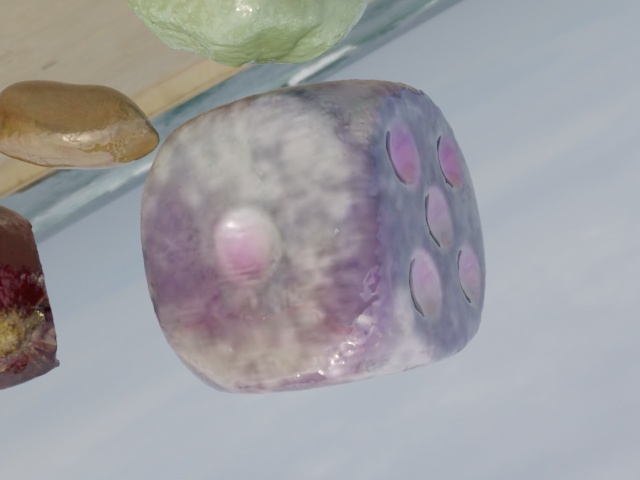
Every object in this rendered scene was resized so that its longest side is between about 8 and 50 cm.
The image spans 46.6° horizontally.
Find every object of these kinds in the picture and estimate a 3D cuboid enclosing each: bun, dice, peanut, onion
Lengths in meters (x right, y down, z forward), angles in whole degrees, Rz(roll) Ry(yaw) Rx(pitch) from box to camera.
[{"bbox_3d":[-0.054,-0.201,0.576,0.195,0.118,0.195,3,-141,-2],"label":"bun"},{"bbox_3d":[0.000,0.000,0.765,0.270,0.270,0.271,-11,176,31],"label":"dice"},{"bbox_3d":[-0.213,-0.098,0.641,0.152,0.076,0.076,5,-164,4],"label":"peanut"},{"bbox_3d":[-0.450,0.067,0.920,0.207,0.206,0.216,-18,-153,-34],"label":"onion"}]
